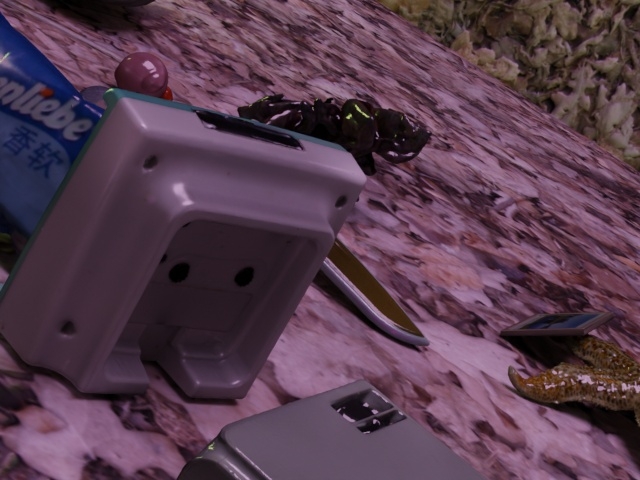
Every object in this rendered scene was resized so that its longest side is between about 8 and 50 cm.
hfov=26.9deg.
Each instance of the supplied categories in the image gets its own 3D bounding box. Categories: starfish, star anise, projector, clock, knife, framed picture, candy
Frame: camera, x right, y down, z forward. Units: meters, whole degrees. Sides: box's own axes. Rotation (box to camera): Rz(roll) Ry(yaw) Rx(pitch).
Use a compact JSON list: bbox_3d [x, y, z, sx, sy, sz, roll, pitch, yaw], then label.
[{"bbox_3d":[0.403,0.204,1.618,0.358,0.078,0.347,30,14,8],"label":"starfish"},{"bbox_3d":[0.015,-0.136,1.765,0.282,0.129,0.212,3,-12,21],"label":"star anise"},{"bbox_3d":[0.028,0.214,0.974,0.198,0.108,0.250,38,22,21],"label":"projector"},{"bbox_3d":[-0.102,0.015,1.098,0.262,0.231,0.116,9,32,-48],"label":"clock"},{"bbox_3d":[0.001,0.000,1.531,0.343,0.027,0.061,46,34,16],"label":"knife"},{"bbox_3d":[0.306,0.107,1.717,0.109,0.011,0.149,-4,3,26],"label":"framed picture"},{"bbox_3d":[-0.290,-0.097,1.204,0.331,0.187,0.077,38,-7,20],"label":"candy"}]

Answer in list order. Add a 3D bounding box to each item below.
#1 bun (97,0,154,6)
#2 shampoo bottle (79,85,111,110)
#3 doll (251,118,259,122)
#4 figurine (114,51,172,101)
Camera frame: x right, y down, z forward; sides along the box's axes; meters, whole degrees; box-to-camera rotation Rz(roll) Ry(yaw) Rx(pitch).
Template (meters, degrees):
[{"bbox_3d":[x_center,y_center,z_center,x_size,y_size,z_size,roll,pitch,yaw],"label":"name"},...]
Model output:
[{"bbox_3d":[-0.357,-0.473,2.022,0.354,0.194,0.354,25,21,-10],"label":"bun"},{"bbox_3d":[-0.238,-0.110,1.489,0.087,0.049,0.234,22,20,-17],"label":"shampoo bottle"},{"bbox_3d":[-0.080,-0.095,1.630,0.227,0.102,0.075,25,-25,-21],"label":"doll"},{"bbox_3d":[-0.233,-0.211,1.734,0.083,0.067,0.071,21,-7,23],"label":"figurine"}]
